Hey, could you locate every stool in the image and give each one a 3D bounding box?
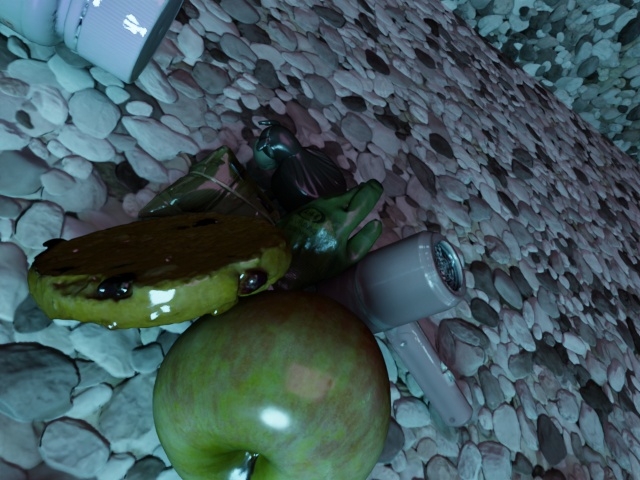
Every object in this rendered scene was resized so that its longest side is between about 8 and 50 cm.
[{"bbox_3d":[-0.047,-0.108,0.879,0.217,0.121,0.125,44,43,-7],"label":"stool"}]

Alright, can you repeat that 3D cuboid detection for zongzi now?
[{"bbox_3d":[-0.156,-0.026,0.784,0.178,0.081,0.189,-46,107,-27],"label":"zongzi"}]

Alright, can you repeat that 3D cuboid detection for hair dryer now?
[{"bbox_3d":[0.170,0.163,0.815,0.352,0.211,0.125,56,35,-13],"label":"hair dryer"}]

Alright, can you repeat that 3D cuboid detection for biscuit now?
[{"bbox_3d":[-0.177,0.030,0.584,0.296,0.296,0.075,-24,116,-47],"label":"biscuit"}]

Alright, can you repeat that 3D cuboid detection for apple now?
[{"bbox_3d":[-0.045,0.168,0.573,0.257,0.257,0.233,40,38,-8],"label":"apple"}]

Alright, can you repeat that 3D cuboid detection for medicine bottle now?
[{"bbox_3d":[-0.370,-0.398,0.740,0.302,0.241,0.241,31,44,-18],"label":"medicine bottle"}]

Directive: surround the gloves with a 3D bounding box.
[{"bbox_3d":[-0.002,-0.001,0.764,0.135,0.107,0.268,41,75,9],"label":"gloves"}]
